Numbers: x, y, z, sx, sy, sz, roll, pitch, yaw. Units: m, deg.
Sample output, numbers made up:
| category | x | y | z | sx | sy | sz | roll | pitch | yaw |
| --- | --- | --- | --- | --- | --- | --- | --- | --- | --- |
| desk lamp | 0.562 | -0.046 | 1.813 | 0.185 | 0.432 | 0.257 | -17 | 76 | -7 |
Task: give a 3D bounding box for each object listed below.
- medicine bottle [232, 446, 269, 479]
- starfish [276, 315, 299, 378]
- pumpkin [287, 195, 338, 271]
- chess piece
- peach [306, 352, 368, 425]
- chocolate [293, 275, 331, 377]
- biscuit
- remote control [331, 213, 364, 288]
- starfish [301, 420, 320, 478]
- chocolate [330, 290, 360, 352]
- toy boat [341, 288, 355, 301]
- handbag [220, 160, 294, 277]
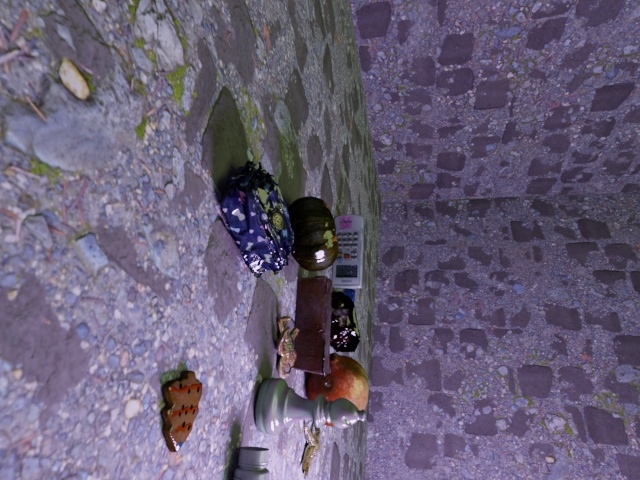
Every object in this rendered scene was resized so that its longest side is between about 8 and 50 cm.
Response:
| category | x | y | z | sx | sy | sz | roll | pitch | yaw |
| --- | --- | --- | --- | --- | --- | --- | --- | --- | --- |
| medicine bottle | -0.152 | 0.527 | 0.882 | 0.080 | 0.080 | 0.131 | 58 | 34 | -63 |
| starfish | -0.102 | 0.317 | 1.187 | 0.210 | 0.053 | 0.150 | 80 | 29 | -44 |
| pumpkin | -0.031 | -0.019 | 1.227 | 0.238 | 0.159 | 0.238 | 164 | -90 | -89 |
| chess piece | -0.019 | 0.430 | 1.021 | 0.139 | 0.271 | 0.139 | 0 | 90 | -74 |
| peach | 0.056 | 0.511 | 1.419 | 0.232 | 0.232 | 0.257 | -59 | 136 | -63 |
| chocolate | -0.025 | 0.281 | 1.331 | 0.112 | 0.111 | 0.322 | 47 | 43 | -71 |
| biscuit | -0.237 | 0.293 | 0.695 | 0.119 | 0.019 | 0.130 | 53 | 39 | -66 |
| remote control | 0.127 | 0.049 | 1.853 | 0.050 | 0.145 | 0.345 | 34 | 55 | -67 |
| starfish | -0.030 | 0.720 | 1.426 | 0.224 | 0.050 | 0.217 | -78 | 153 | -56 |
| chocolate | 0.005 | 0.302 | 1.459 | 0.176 | 0.206 | 0.225 | -1 | 77 | -32 |
| toy boat | 0.102 | 0.367 | 1.869 | 0.129 | 0.087 | 0.296 | -58 | 156 | -56 |
| handbag | -0.135 | -0.047 | 0.926 | 0.162 | 0.113 | 0.261 | -80 | 155 | -57 |
